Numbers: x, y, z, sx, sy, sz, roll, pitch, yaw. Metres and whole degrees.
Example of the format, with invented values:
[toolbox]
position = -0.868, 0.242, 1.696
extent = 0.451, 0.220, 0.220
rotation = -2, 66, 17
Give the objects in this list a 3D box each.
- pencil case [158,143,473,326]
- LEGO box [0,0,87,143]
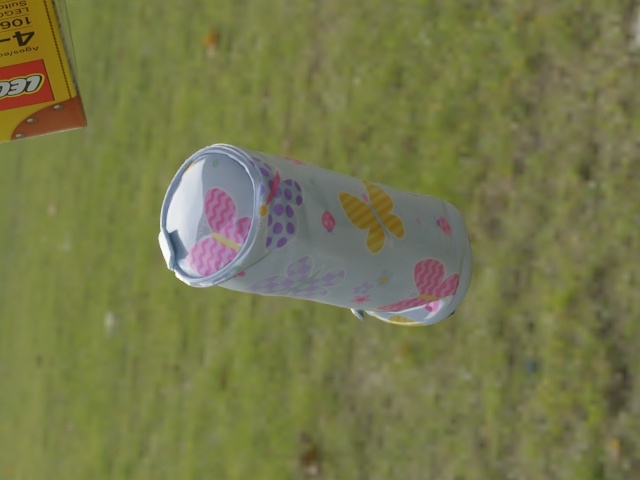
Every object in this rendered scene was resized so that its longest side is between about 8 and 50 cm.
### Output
[pencil case]
position = 0.000, 0.000, 1.554
extent = 0.124, 0.273, 0.113
rotation = -27, 63, 37
[LEGO box]
position = -0.442, -0.193, 1.339
extent = 0.372, 0.500, 0.193
rotation = 88, 170, -67
